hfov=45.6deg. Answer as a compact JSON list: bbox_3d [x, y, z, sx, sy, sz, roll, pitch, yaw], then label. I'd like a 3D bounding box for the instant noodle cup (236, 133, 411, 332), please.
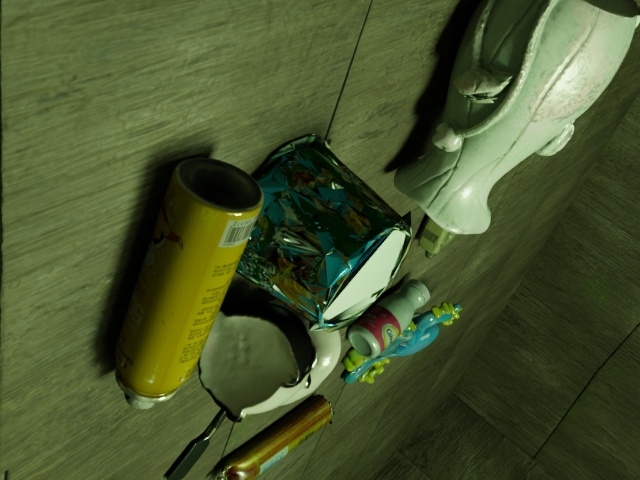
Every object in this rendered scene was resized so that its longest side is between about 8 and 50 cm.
[{"bbox_3d":[0.000,0.000,1.036,0.240,0.178,0.240,-41,157,-22],"label":"instant noodle cup"}]

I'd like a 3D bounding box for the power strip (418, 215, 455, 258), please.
[{"bbox_3d":[0.288,-0.106,1.614,0.092,0.066,0.387,-33,150,-42],"label":"power strip"}]

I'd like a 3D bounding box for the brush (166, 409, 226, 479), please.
[{"bbox_3d":[-0.218,0.372,1.424,0.193,0.016,0.063,-51,159,0],"label":"brush"}]

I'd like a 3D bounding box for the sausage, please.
[{"bbox_3d":[-0.103,0.461,1.718,0.372,0.082,0.082,-24,146,-49],"label":"sausage"}]

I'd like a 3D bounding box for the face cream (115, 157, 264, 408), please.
[{"bbox_3d":[-0.172,0.072,0.907,0.105,0.105,0.348,-23,146,-51],"label":"face cream"}]

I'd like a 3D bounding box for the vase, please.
[{"bbox_3d":[0.291,-0.219,1.218,0.250,0.250,0.445,-25,151,-49],"label":"vase"}]

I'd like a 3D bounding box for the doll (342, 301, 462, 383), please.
[{"bbox_3d":[0.196,0.249,1.960,0.346,0.098,0.341,-41,156,19],"label":"doll"}]

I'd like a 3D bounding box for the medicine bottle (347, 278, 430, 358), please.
[{"bbox_3d":[0.164,0.177,1.775,0.217,0.090,0.090,-39,156,-30],"label":"medicine bottle"}]

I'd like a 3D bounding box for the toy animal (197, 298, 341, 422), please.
[{"bbox_3d":[-0.068,0.173,1.192,0.187,0.165,0.235,-34,164,19],"label":"toy animal"}]
